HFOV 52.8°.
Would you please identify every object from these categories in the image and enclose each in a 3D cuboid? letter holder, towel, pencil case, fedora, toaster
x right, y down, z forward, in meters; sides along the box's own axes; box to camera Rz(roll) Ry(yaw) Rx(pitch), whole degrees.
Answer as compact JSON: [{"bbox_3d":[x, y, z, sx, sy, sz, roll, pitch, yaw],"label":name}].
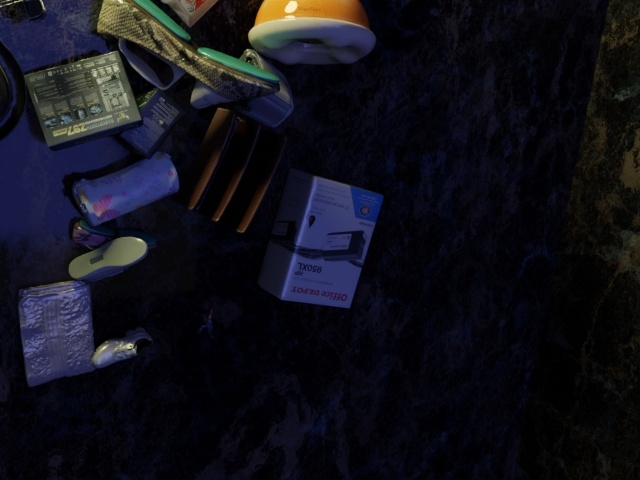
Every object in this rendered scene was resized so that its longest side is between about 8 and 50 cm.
[{"bbox_3d":[-0.246,-0.196,1.815,0.152,0.214,0.302,24,91,-36],"label":"letter holder"},{"bbox_3d":[-0.710,0.249,1.747,0.187,0.049,0.282,-10,110,-30],"label":"towel"},{"bbox_3d":[-0.515,-0.139,1.718,0.273,0.113,0.124,-26,100,-25],"label":"pencil case"},{"bbox_3d":[-0.816,-0.346,1.427,0.334,0.152,0.334,-11,110,-30],"label":"fedora"},{"bbox_3d":[-0.166,-0.417,1.809,0.129,0.227,0.146,-40,138,26],"label":"toaster"}]

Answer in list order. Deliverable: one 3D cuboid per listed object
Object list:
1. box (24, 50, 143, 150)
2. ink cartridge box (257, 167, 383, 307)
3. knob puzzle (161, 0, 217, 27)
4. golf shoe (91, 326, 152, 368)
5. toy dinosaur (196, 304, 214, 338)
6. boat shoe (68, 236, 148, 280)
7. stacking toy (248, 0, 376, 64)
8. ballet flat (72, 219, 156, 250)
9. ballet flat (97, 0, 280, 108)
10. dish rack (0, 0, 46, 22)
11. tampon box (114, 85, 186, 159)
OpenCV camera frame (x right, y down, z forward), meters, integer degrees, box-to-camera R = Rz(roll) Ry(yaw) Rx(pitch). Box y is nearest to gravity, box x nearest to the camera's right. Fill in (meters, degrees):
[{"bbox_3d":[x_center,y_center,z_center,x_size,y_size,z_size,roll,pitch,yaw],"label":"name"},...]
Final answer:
[{"bbox_3d":[-0.573,-0.340,1.575,0.232,0.059,0.183,-20,89,-10],"label":"box"},{"bbox_3d":[0.000,0.000,2.070,0.285,0.166,0.395,11,98,-35],"label":"ink cartridge box"},{"bbox_3d":[-0.350,-0.688,1.681,0.213,0.030,0.213,-13,114,-31],"label":"knob puzzle"},{"bbox_3d":[-0.558,0.309,1.827,0.176,0.086,0.069,-33,125,-34],"label":"golf shoe"},{"bbox_3d":[-0.341,0.263,2.004,0.090,0.047,0.082,-49,144,-24],"label":"toy dinosaur"},{"bbox_3d":[-0.556,0.052,1.726,0.227,0.081,0.079,-19,75,9],"label":"boat shoe"},{"bbox_3d":[-0.015,-0.745,1.767,0.350,0.350,0.480,1,92,-34],"label":"stacking toy"},{"bbox_3d":[-0.564,0.004,1.762,0.221,0.077,0.079,13,115,-31],"label":"ballet flat"},{"bbox_3d":[-0.343,-0.452,1.643,0.482,0.164,0.182,30,109,-7],"label":"ballet flat"},{"bbox_3d":[-0.765,-0.549,1.396,0.271,0.074,0.208,-24,77,-18],"label":"dish rack"},{"bbox_3d":[-0.456,-0.310,1.698,0.101,0.120,0.161,42,80,-34],"label":"tampon box"}]
